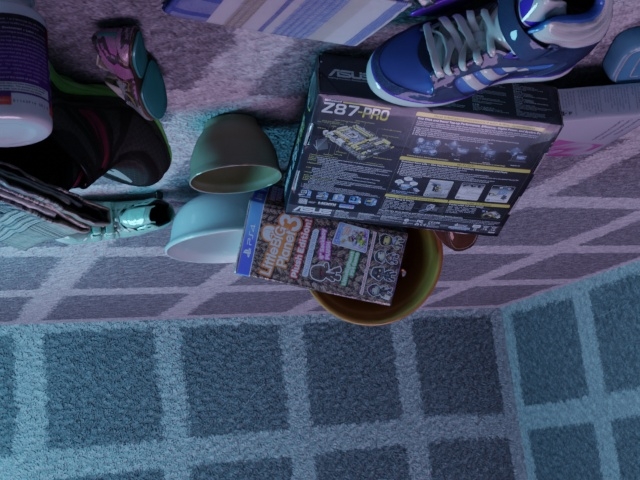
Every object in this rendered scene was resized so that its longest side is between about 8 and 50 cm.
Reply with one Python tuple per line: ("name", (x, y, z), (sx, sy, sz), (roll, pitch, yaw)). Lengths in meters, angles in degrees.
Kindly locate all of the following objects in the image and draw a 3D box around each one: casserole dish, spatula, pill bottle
("casserole dish", (0.530, -0.302, 1.615), (0.114, 0.037, 0.188), (-7, 166, 2))
("spatula", (0.109, -0.335, 1.285), (0.084, 0.030, 0.296), (-17, 164, 38))
("pill bottle", (-0.381, -0.219, 1.183), (0.108, 0.194, 0.108), (-6, 167, -1))

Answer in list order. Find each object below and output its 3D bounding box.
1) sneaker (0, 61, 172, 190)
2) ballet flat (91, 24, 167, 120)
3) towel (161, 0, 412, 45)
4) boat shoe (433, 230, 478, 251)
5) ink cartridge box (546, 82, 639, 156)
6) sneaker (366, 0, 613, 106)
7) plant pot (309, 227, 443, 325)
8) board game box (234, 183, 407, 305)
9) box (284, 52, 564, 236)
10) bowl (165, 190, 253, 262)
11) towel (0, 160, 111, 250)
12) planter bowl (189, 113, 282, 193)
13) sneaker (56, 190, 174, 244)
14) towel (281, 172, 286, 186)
("sneaker", (-0.394, -0.144, 1.468), (0.185, 0.202, 0.483), (-12, 165, 24))
("ballet flat", (-0.278, -0.244, 1.419), (0.079, 0.077, 0.221), (11, 163, 7))
("towel", (-0.041, -0.309, 1.255), (0.285, 0.034, 0.209), (5, 171, -20))
("boat shoe", (0.276, -0.094, 1.866), (0.123, 0.116, 0.324), (-20, 135, -15))
("ink cartridge box", (0.487, -0.215, 1.819), (0.330, 0.072, 0.324), (-4, 173, -6))
("sneaker", (0.228, -0.286, 1.320), (0.322, 0.130, 0.236), (-8, 166, -4))
("plant pot", (0.099, 0.018, 2.082), (0.290, 0.291, 0.203), (-6, -173, -2))
("board game box", (0.000, 0.000, 1.854), (0.291, 0.141, 0.232), (12, -169, -2))
("box", (0.156, -0.143, 1.633), (0.394, 0.097, 0.318), (6, 146, -8))
("bowl", (-0.190, -0.047, 2.117), (0.297, 0.134, 0.298), (-6, 167, -1))
("towel", (-0.489, -0.060, 1.361), (0.312, 0.056, 0.324), (27, 158, -31))
("planter bowl", (-0.154, -0.157, 1.733), (0.162, 0.109, 0.162), (-6, 166, -2))
("sneaker", (-0.431, -0.052, 2.060), (0.255, 0.094, 0.151), (-8, 176, -41))
("towel", (0.075, -0.133, 2.056), (0.282, 0.049, 0.187), (1, 169, -29))
